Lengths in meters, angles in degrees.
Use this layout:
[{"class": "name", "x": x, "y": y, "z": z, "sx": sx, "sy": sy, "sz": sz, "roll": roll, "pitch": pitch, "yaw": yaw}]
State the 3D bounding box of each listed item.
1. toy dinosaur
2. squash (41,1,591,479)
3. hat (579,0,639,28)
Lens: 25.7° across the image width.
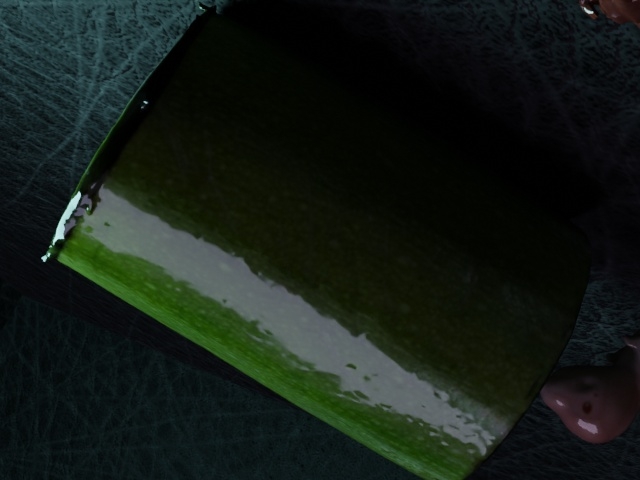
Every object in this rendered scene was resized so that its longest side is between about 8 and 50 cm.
[{"class": "toy dinosaur", "x": 0.297, "y": 0.101, "z": 1.136, "sx": 0.194, "sy": 0.177, "sz": 0.152, "roll": 26, "pitch": 165, "yaw": -2}, {"class": "squash", "x": 0.000, "y": 0.000, "z": 1.160, "sx": 0.384, "sy": 0.263, "sz": 0.263, "roll": 31, "pitch": 164, "yaw": -9}, {"class": "hat", "x": 0.088, "y": -0.198, "z": 0.654, "sx": 0.286, "sy": 0.107, "sz": 0.237, "roll": 32, "pitch": 155, "yaw": -12}]
